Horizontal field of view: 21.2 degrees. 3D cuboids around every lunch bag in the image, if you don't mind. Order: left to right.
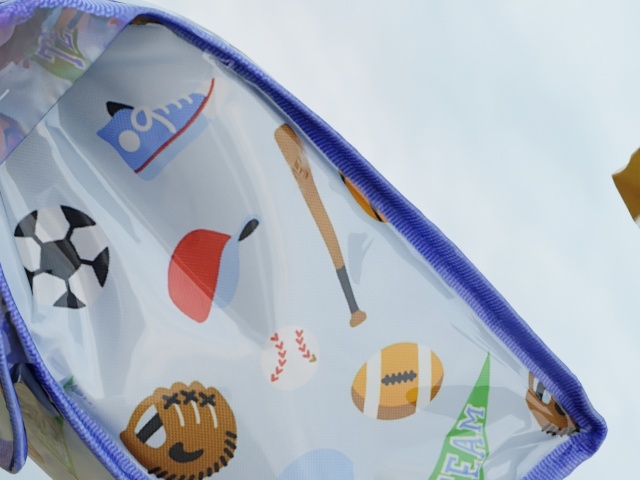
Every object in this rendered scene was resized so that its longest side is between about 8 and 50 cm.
[{"bbox_3d":[-0.105,0.015,0.876,0.385,0.239,0.328,49,-15,-30],"label":"lunch bag"}]

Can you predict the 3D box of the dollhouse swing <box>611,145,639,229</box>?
[{"bbox_3d":[0.297,-0.174,0.939,0.347,0.305,0.315,27,52,-70],"label":"dollhouse swing"}]
